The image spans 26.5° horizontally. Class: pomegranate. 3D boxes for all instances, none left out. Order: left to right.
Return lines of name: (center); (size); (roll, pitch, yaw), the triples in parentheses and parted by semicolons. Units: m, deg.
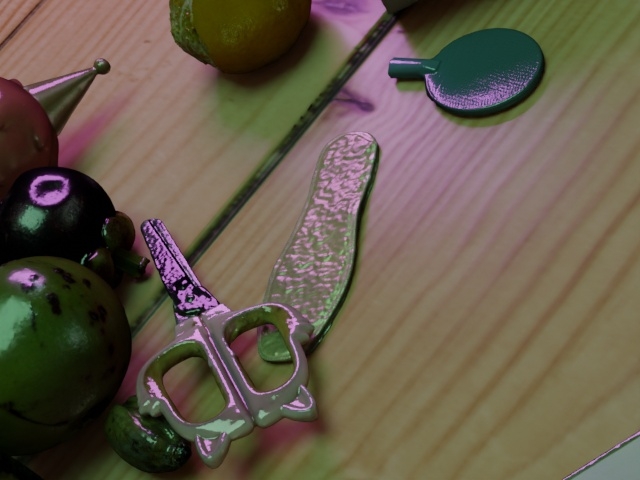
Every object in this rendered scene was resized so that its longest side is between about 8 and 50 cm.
pomegranate: (-0.266, 0.090, 1.164); (0.210, 0.179, 0.179); (23, 69, 29)

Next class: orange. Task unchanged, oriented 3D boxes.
orange: (-0.085, -0.245, 1.369); (0.156, 0.134, 0.156); (-11, 39, 9)

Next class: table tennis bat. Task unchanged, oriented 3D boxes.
table tennis bat: (0.131, -0.156, 1.245); (0.155, 0.019, 0.100); (6, 59, 32)

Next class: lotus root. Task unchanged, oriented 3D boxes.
lotus root: (-0.140, 0.164, 1.127); (0.054, 0.049, 0.099); (-27, 37, -34)

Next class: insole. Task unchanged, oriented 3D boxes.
insole: (0.000, 0.000, 1.202); (0.081, 0.011, 0.248); (-3, 54, 30)

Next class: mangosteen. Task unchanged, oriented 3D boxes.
mangosteen: (-0.234, 0.002, 1.275); (0.151, 0.137, 0.137); (19, 62, 2)

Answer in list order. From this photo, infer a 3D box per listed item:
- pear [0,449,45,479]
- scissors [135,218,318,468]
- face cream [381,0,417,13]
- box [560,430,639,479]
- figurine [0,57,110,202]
pear: (-0.362, 0.276, 1.097); (0.238, 0.164, 0.255); (11, 63, 34)
scissors: (-0.102, 0.068, 1.171); (0.160, 0.024, 0.317); (-26, 41, -7)
face cream: (0.110, -0.333, 1.288); (0.195, 0.175, 0.175); (-27, 46, 7)
box: (0.228, 0.217, 0.793); (0.195, 0.148, 0.177); (-34, 45, 4)
figurine: (-0.373, -0.064, 1.390); (0.207, 0.166, 0.387); (37, 74, 9)
